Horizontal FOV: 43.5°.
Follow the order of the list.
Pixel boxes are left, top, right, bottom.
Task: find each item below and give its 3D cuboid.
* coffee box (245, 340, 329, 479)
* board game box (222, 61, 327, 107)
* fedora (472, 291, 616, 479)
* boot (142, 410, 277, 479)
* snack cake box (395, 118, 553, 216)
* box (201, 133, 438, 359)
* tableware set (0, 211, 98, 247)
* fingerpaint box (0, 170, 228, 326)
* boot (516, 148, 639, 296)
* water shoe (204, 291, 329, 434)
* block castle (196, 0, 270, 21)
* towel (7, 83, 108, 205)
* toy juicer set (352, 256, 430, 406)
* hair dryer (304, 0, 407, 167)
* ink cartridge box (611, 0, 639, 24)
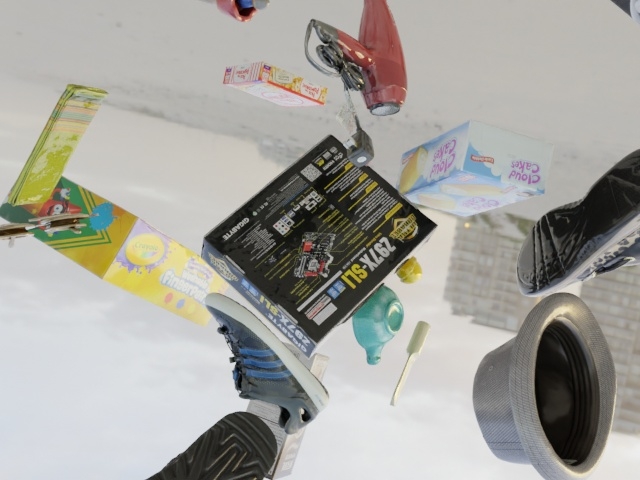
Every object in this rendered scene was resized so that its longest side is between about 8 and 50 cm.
[{"bbox_3d":[-0.092,0.394,1.878,0.119,0.297,0.168,18,174,15],"label":"coffee box"},{"bbox_3d":[-0.103,-0.357,1.848,0.193,0.045,0.147,13,177,-39],"label":"board game box"},{"bbox_3d":[0.303,0.212,1.127,0.124,0.243,0.275,-17,-152,41],"label":"fedora"},{"bbox_3d":[-0.219,0.390,1.106,0.348,0.131,0.260,-32,170,-34],"label":"boot"},{"bbox_3d":[0.250,-0.115,1.356,0.152,0.089,0.264,15,169,-15],"label":"snack cake box"},{"bbox_3d":[0.000,0.000,1.353,0.257,0.322,0.079,42,152,10],"label":"box"},{"bbox_3d":[-0.522,-0.017,1.490,0.194,0.039,0.128,-10,179,10],"label":"tableware set"},{"bbox_3d":[-0.480,0.019,1.931,0.371,0.163,0.445,26,173,27],"label":"fingerpaint box"},{"bbox_3d":[0.524,0.006,1.301,0.284,0.138,0.377,12,144,-18],"label":"boot"},{"bbox_3d":[-0.076,0.149,0.951,0.203,0.080,0.073,46,168,-12],"label":"water shoe"},{"bbox_3d":[-0.179,-0.629,1.369,0.213,0.453,0.303,22,-166,27],"label":"block castle"},{"bbox_3d":[-0.445,-0.159,1.365,0.021,0.237,0.102,38,-164,14],"label":"towel"},{"bbox_3d":[0.126,0.126,1.548,0.089,0.329,0.209,1,-151,37],"label":"toy juicer set"},{"bbox_3d":[0.070,-0.275,1.195,0.080,0.223,0.293,-6,-139,21],"label":"hair dryer"},{"bbox_3d":[0.670,-0.561,1.617,0.045,0.206,0.208,6,-140,-41],"label":"ink cartridge box"}]
